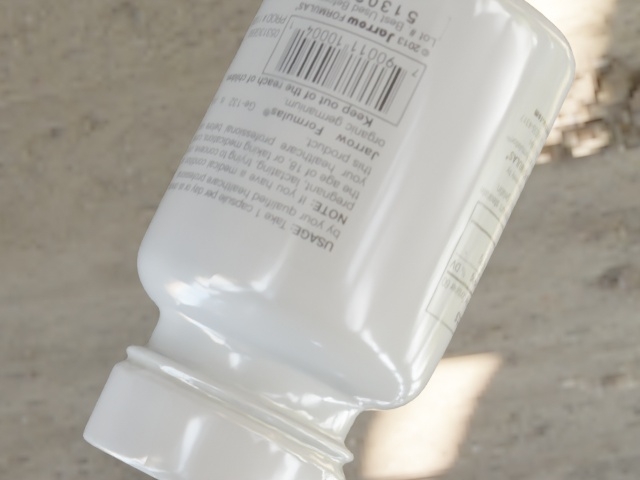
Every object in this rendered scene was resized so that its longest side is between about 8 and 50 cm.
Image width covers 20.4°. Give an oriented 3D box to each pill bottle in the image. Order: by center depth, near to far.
[{"bbox_3d":[0.000,0.000,0.726,0.131,0.229,0.131,26,172,4],"label":"pill bottle"}]
